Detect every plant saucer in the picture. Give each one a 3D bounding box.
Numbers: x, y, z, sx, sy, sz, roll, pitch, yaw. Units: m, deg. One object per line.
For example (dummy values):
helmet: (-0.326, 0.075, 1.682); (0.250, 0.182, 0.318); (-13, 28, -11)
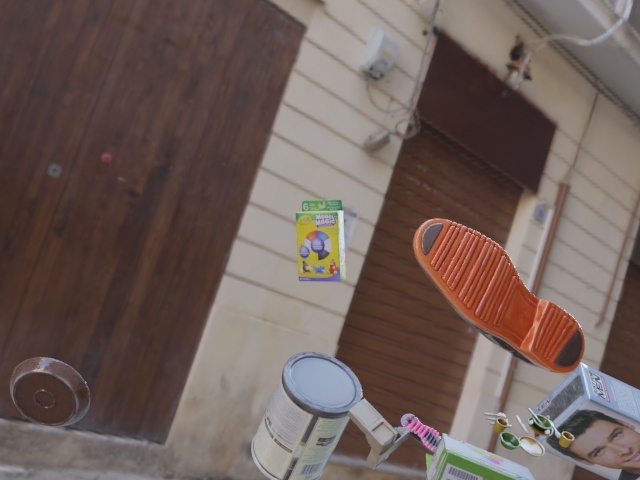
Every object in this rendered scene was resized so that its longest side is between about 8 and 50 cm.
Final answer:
plant saucer: (-0.552, 0.315, 1.506); (0.168, 0.169, 0.029); (19, 25, -3)

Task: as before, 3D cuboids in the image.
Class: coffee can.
coffee can: (-0.039, 0.445, 1.850); (0.201, 0.275, 0.202); (17, 31, -10)

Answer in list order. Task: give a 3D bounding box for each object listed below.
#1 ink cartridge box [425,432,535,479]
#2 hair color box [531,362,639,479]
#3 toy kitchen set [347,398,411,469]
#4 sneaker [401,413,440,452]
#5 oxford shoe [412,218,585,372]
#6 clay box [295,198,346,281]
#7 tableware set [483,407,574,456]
ink cartridge box: (0.313, 0.461, 1.491); (0.188, 0.097, 0.255); (21, 4, 5)
hair color box: (0.674, 0.430, 1.626); (0.374, 0.185, 0.114); (25, 35, -9)
toy kitchen set: (0.087, 0.286, 1.131); (0.075, 0.068, 0.083); (43, -34, 26)
sneaker: (0.244, 0.471, 1.799); (0.119, 0.047, 0.057); (39, -28, 27)
oxford shoe: (0.266, 0.100, 1.219); (0.363, 0.130, 0.132); (41, -20, -18)
clay box: (0.000, 0.000, 2.043); (0.127, 0.222, 0.053); (-1, 6, 23)
tableware set: (0.362, 0.327, 1.274); (0.154, 0.024, 0.104); (12, 26, -19)
